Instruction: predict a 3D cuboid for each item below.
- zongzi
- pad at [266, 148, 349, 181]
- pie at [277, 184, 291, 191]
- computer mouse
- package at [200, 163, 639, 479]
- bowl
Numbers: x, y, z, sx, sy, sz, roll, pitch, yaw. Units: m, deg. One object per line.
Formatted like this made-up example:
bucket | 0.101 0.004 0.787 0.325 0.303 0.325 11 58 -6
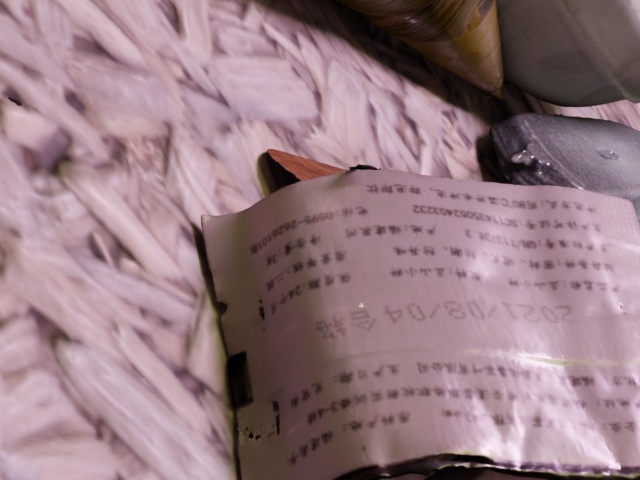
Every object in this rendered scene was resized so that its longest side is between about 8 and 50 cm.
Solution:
zongzi | 0.033 -0.251 1.406 0.260 0.123 0.289 59 9 26
pad | 0.141 0.002 1.221 0.250 0.055 0.323 37 32 31
pie | 0.000 0.000 1.151 0.085 0.017 0.085 41 30 -31
computer mouse | 0.204 -0.044 1.502 0.229 0.068 0.113 -1 43 -48
package | 0.072 0.050 1.011 0.062 0.251 0.204 95 -13 -52
bowl | 0.179 -0.236 1.541 0.307 0.163 0.307 49 25 -33
